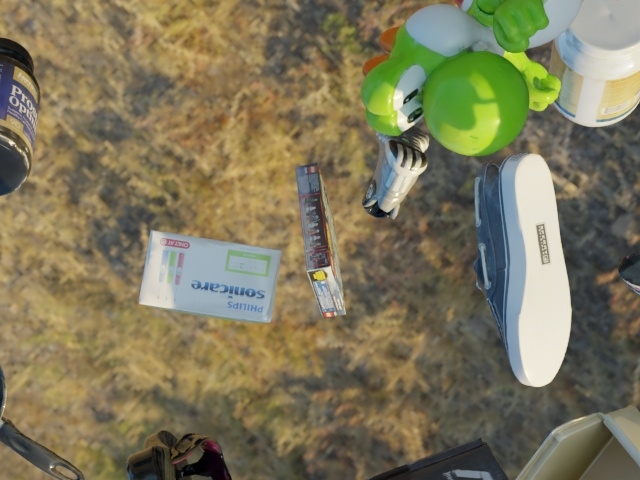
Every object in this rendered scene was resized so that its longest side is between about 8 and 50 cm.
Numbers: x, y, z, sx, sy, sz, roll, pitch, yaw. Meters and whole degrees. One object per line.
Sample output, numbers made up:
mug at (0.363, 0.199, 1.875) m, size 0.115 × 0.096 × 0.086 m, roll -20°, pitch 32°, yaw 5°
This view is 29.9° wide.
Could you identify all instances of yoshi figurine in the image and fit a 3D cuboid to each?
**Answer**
yoshi figurine at (0.215, -0.213, 1.277) m, size 0.203 × 0.362 × 0.203 m, roll 54°, pitch 168°, yaw -20°

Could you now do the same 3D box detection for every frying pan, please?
frying pan at (-0.470, 0.218, 1.662) m, size 0.326 × 0.197 × 0.053 m, roll 11°, pitch -171°, yaw -12°

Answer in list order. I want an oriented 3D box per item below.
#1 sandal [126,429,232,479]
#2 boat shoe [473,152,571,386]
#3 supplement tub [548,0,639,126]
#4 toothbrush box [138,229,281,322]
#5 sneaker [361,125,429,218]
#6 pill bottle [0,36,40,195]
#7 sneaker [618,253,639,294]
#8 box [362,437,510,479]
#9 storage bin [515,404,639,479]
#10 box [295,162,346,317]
sandal at (-0.178, 0.342, 1.652) m, size 0.446 × 0.107 × 0.167 m, roll 123°, pitch 129°, yaw -84°
boat shoe at (0.250, 0.039, 1.568) m, size 0.102 × 0.108 × 0.301 m, roll -6°, pitch 90°, yaw 49°
supplement tub at (0.406, -0.270, 1.733) m, size 0.144 × 0.144 × 0.199 m, roll 33°, pitch 163°, yaw 18°
toothbrush box at (-0.182, 0.065, 1.959) m, size 0.206 × 0.122 × 0.283 m, roll 9°, pitch 176°, yaw -5°
sneaker at (0.103, -0.104, 1.833) m, size 0.086 × 0.228 × 0.132 m, roll 24°, pitch 110°, yaw -3°
pill bottle at (-0.442, -0.172, 1.611) m, size 0.123 × 0.219 × 0.123 m, roll -3°, pitch 136°, yaw -3°
sneaker at (0.576, 0.079, 1.960) m, size 0.178 × 0.072 × 0.077 m, roll 31°, pitch 172°, yaw 23°
box at (0.036, 0.328, 0.720) m, size 0.395 × 0.318 × 0.097 m, roll -117°, pitch 12°, yaw -52°
storage bin at (0.320, 0.360, 1.296) m, size 0.262 × 0.123 × 0.260 m, roll 54°, pitch 136°, yaw 32°
box at (0.000, 0.000, 1.261) m, size 0.027 × 0.137 × 0.094 m, roll -10°, pitch 144°, yaw 5°
